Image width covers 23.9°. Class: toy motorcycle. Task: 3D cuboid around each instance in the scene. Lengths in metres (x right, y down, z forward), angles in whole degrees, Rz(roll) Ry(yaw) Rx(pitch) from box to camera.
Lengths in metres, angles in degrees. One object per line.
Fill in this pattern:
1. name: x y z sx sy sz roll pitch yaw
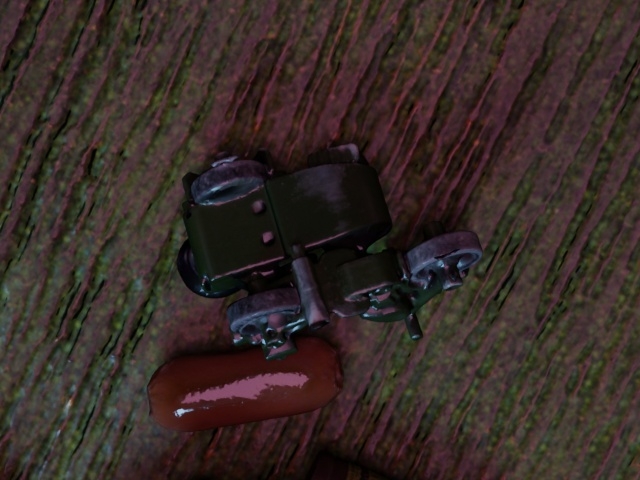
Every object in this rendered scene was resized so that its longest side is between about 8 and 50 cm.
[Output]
1. toy motorcycle: 0.000 0.000 1.414 0.275 0.127 0.205 -16 71 -2

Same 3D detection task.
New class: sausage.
1. sausage: -0.074 0.140 1.461 0.194 0.077 0.077 -10 98 2

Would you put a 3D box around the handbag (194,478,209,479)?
1. handbag: -0.110 0.408 1.488 0.241 0.109 0.315 -30 100 7

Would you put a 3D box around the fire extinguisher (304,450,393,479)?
1. fire extinguisher: 0.095 0.298 1.485 0.252 0.075 0.106 23 126 -3
